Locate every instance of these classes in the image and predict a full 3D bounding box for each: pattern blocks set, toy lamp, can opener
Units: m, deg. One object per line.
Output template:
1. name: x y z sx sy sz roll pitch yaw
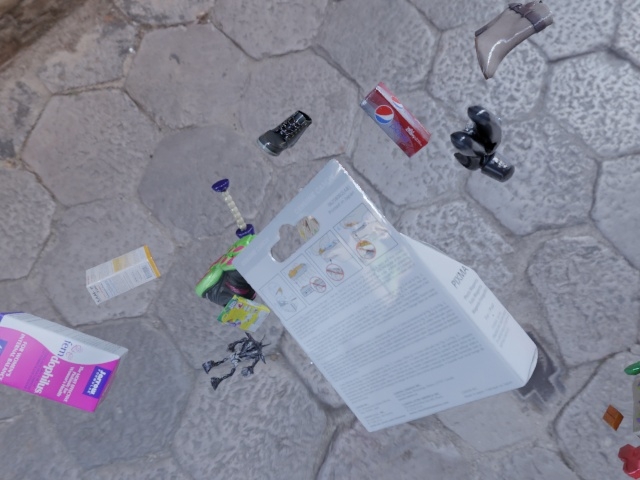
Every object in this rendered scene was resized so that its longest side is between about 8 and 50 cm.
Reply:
1. pattern blocks set: 0.770 0.360 0.985 0.026 0.325 0.285 43 121 4
2. toy lamp: -0.322 -0.102 1.668 0.080 0.080 0.274 -26 119 -8
3. can opener: 0.167 -0.105 0.449 0.073 0.186 0.059 29 101 24

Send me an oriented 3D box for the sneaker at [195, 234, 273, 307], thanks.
1. sneaker: -0.297 0.130 1.656 0.202 0.483 0.185 40 51 -15

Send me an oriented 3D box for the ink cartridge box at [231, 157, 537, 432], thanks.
1. ink cartridge box: 0.046 0.059 0.411 0.232 0.189 0.066 53 41 4

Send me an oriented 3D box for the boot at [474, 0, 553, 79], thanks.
1. boot: 0.237 -0.252 0.536 0.087 0.042 0.118 -15 49 30

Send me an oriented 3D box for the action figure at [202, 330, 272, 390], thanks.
1. action figure: -0.335 0.480 1.777 0.276 0.141 0.164 -26 74 -28

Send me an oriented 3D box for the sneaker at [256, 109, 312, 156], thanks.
1. sneaker: -0.107 -0.329 1.304 0.083 0.222 0.118 43 118 -3

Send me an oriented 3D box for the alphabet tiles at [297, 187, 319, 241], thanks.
1. alphabet tiles: 0.000 0.000 1.225 0.021 0.277 0.284 -28 43 -17

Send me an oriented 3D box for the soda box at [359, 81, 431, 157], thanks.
1. soda box: 0.263 -0.420 1.522 0.263 0.092 0.083 43 38 -10

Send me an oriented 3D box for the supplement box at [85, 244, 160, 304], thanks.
1. supplement box: -0.305 0.051 0.674 0.099 0.062 0.036 -25 120 -17

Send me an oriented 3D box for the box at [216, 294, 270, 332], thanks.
1. box: -0.278 0.261 1.559 0.105 0.179 0.043 -52 46 7

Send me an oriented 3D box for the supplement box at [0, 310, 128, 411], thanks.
1. supplement box: -0.501 0.225 0.825 0.220 0.114 0.111 24 77 -13
